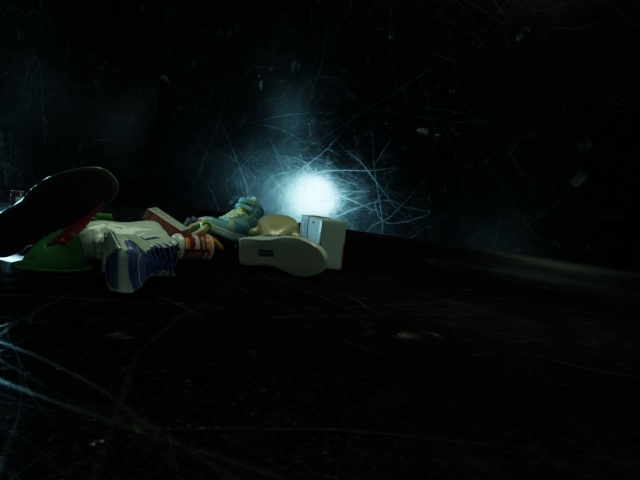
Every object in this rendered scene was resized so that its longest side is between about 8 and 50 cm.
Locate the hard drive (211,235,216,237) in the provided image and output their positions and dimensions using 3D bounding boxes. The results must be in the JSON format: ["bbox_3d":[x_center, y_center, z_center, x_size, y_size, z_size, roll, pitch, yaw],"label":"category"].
[{"bbox_3d":[-0.544,-0.030,2.203,0.135,0.022,0.094,11,7,39],"label":"hard drive"}]

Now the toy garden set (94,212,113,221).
[{"bbox_3d":[-0.872,-0.060,1.773,0.203,0.049,0.244,4,-9,-20],"label":"toy garden set"}]

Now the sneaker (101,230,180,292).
[{"bbox_3d":[-0.421,0.037,1.165,0.182,0.128,0.315,1,6,-28],"label":"sneaker"}]

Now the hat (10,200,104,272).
[{"bbox_3d":[-0.649,-0.023,1.205,0.208,0.184,0.173,5,6,-18],"label":"hat"}]

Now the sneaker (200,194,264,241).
[{"bbox_3d":[-0.355,-0.103,1.978,0.127,0.208,0.319,13,-4,32],"label":"sneaker"}]

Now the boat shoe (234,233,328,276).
[{"bbox_3d":[-0.100,0.031,1.560,0.340,0.127,0.158,9,14,29],"label":"boat shoe"}]

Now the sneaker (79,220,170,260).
[{"bbox_3d":[-0.552,0.014,1.340,0.292,0.108,0.169,-13,29,-37],"label":"sneaker"}]

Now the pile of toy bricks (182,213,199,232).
[{"bbox_3d":[-0.512,-0.031,1.939,0.105,0.118,0.212,36,-12,-16],"label":"pile of toy bricks"}]

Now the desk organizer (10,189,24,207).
[{"bbox_3d":[-1.226,-0.137,1.952,0.047,0.130,0.050,3,5,-27],"label":"desk organizer"}]

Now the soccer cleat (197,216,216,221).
[{"bbox_3d":[-0.498,-0.064,2.341,0.247,0.083,0.095,8,10,-10],"label":"soccer cleat"}]

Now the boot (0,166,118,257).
[{"bbox_3d":[-0.711,-0.098,1.354,0.377,0.138,0.284,-32,14,2],"label":"boot"}]

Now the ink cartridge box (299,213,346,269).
[{"bbox_3d":[0.000,0.000,1.773,0.100,0.172,0.237,4,6,-20],"label":"ink cartridge box"}]

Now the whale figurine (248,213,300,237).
[{"bbox_3d":[-0.181,0.002,1.926,0.216,0.141,0.272,6,30,3],"label":"whale figurine"}]

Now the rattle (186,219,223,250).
[{"bbox_3d":[-0.476,0.022,1.770,0.130,0.143,0.199,18,47,33],"label":"rattle"}]

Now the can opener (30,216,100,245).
[{"bbox_3d":[-0.856,-0.031,1.571,0.074,0.093,0.280,10,12,26],"label":"can opener"}]

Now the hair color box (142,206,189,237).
[{"bbox_3d":[-0.532,-0.058,1.664,0.141,0.043,0.072,34,10,2],"label":"hair color box"}]

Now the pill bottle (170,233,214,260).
[{"bbox_3d":[-0.421,0.021,1.526,0.152,0.086,0.086,1,8,-41],"label":"pill bottle"}]
